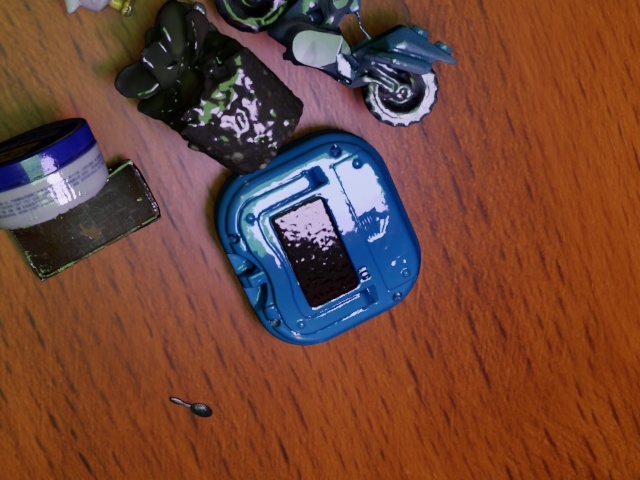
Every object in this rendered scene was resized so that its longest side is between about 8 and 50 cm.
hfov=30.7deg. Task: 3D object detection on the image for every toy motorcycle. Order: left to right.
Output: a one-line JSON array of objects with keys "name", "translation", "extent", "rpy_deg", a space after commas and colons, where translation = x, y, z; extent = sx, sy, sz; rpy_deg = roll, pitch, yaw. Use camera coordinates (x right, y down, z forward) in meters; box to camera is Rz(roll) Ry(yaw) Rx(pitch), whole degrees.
[{"name": "toy motorcycle", "translation": [0.039, -0.364, 1.873], "extent": [0.416, 0.172, 0.232], "rpy_deg": [32, 99, -11]}]

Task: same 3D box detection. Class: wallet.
[{"name": "wallet", "translation": [-0.385, -0.036, 1.912], "extent": [0.232, 0.031, 0.122], "rpy_deg": [-28, 113, -5]}]

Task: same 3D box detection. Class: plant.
[{"name": "plant", "translation": [-0.174, -0.240, 1.837], "extent": [0.276, 0.188, 0.199], "rpy_deg": [38, 90, -20]}]

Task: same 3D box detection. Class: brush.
[{"name": "brush", "translation": [-0.226, 0.290, 2.043], "extent": [0.083, 0.008, 0.024], "rpy_deg": [25, 99, -19]}]

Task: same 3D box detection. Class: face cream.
[{"name": "face cream", "translation": [-0.433, -0.100, 1.790], "extent": [0.206, 0.206, 0.111], "rpy_deg": [-25, 109, -8]}]

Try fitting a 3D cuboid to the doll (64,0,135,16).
[{"name": "doll", "translation": [-0.380, -0.414, 1.798], "extent": [0.207, 0.081, 0.129], "rpy_deg": [24, 77, -17]}]

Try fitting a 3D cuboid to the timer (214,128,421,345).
[{"name": "timer", "translation": [0.000, 0.000, 1.983], "extent": [0.309, 0.115, 0.340], "rpy_deg": [-26, 108, -5]}]
